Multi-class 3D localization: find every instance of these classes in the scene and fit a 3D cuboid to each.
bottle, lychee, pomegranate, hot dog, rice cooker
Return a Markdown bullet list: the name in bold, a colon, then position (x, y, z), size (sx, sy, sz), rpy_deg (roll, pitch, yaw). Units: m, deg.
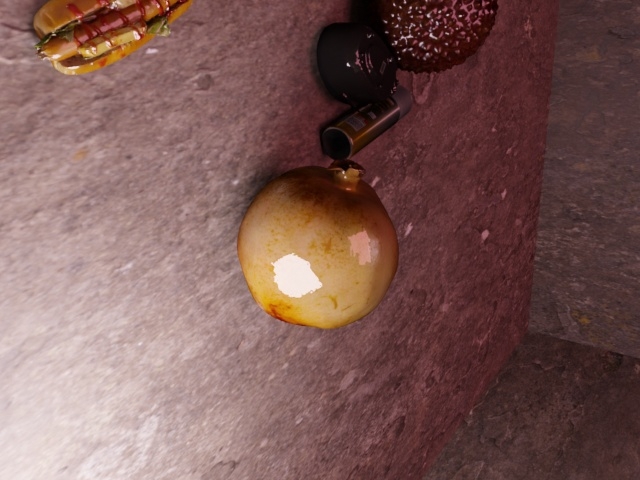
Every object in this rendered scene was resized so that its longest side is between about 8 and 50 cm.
- **bottle**: position (0.110, -0.267, 1.443), size (0.286, 0.082, 0.082), rpy_deg (-42, 133, -43)
- **lychee**: position (0.236, -0.497, 1.395), size (0.304, 0.276, 0.276), rpy_deg (-44, 136, -24)
- **pomegranate**: position (0.000, 0.000, 1.168), size (0.319, 0.319, 0.319), rpy_deg (-26, 122, -52)
- **hot dog**: position (-0.257, -0.293, 0.836), size (0.250, 0.076, 0.104), rpy_deg (-44, 137, -31)
- **rice cooker**: position (0.076, -0.354, 1.323), size (0.203, 0.118, 0.142), rpy_deg (38, 65, -47)
